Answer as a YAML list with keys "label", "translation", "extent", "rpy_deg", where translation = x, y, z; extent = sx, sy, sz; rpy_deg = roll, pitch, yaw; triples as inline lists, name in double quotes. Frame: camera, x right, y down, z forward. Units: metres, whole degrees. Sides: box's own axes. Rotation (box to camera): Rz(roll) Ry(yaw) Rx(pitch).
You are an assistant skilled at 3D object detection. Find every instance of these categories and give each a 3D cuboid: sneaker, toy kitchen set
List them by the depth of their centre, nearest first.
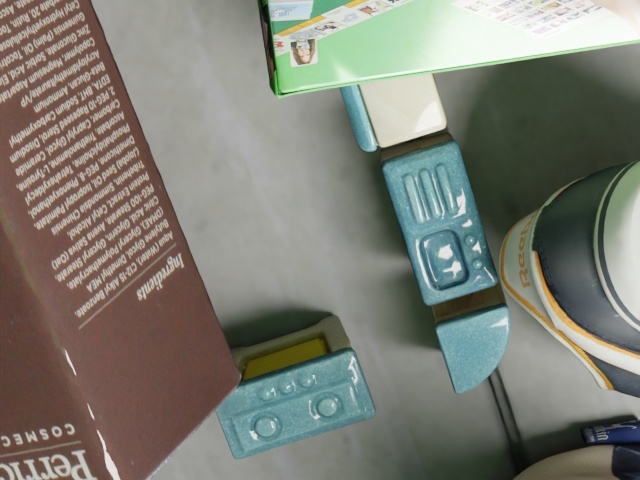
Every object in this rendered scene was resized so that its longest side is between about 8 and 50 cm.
- label: "toy kitchen set"
  translation: [0.000, 0.000, 0.967]
  extent: [0.166, 0.122, 0.207]
  rpy_deg: [-17, 105, 5]
- label: "sneaker"
  translation: [0.237, 0.040, 0.988]
  extent: [0.321, 0.127, 0.126]
  rpy_deg: [26, 70, -30]

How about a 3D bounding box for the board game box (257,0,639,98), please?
- label: "board game box"
  translation: [0.119, -0.194, 0.842]
  extent: [0.317, 0.046, 0.214]
  rpy_deg: [-9, 102, -5]

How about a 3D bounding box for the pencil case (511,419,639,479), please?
- label: "pencil case"
  translation: [0.189, 0.226, 0.886]
  extent: [0.183, 0.410, 0.160]
  rpy_deg: [-32, 106, 2]

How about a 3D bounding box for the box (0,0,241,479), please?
- label: "box"
  translation: [-0.207, -0.054, 0.915]
  extent: [0.191, 0.143, 0.381]
  rpy_deg: [-12, 109, 29]
